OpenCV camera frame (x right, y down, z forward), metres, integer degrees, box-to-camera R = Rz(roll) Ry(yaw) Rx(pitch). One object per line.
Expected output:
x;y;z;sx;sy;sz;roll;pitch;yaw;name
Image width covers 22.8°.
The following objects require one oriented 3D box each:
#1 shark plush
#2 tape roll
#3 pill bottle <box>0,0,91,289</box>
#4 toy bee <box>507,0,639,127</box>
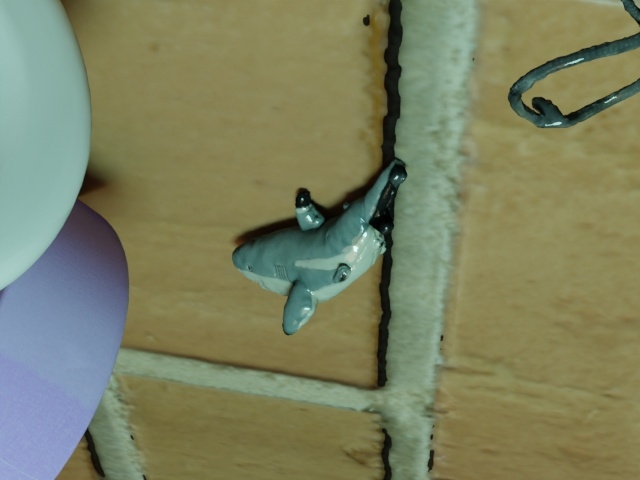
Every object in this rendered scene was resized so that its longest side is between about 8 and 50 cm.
0.000;0.000;0.999;0.067;0.073;0.161;48;149;0;shark plush
-0.247;0.074;0.992;0.275;0.274;0.090;-16;138;39;tape roll
-0.322;-0.033;0.876;0.229;0.229;0.408;32;149;-29;pill bottle
0.201;-0.135;0.637;0.195;0.162;0.298;-24;159;34;toy bee
